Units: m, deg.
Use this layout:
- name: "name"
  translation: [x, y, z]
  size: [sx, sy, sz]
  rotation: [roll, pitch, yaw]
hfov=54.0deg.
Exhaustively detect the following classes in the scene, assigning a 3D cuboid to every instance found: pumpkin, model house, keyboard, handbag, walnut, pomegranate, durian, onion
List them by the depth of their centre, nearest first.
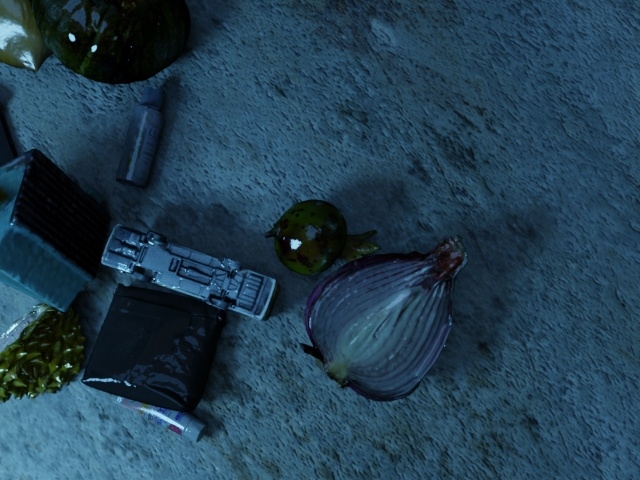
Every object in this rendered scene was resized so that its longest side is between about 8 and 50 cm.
- name: "onion"
  translation: [0.129, 0.123, 1.194]
  size: [0.348, 0.159, 0.267]
  rotation: [-41, 104, -5]
- name: "model house"
  translation: [-0.569, -0.047, 1.218]
  size: [0.229, 0.281, 0.249]
  rotation: [18, 67, 23]
- name: "pomegranate"
  translation: [0.008, 0.010, 1.231]
  size: [0.220, 0.156, 0.156]
  rotation: [29, 85, -2]
- name: "durian"
  translation: [-0.616, 0.247, 1.237]
  size: [0.305, 0.195, 0.186]
  rotation: [-32, 87, -2]
- name: "handbag"
  translation: [-0.332, 0.211, 1.256]
  size: [0.246, 0.080, 0.223]
  rotation: [13, 74, 6]
- name: "pumpkin"
  translation: [-0.428, -0.469, 1.278]
  size: [0.320, 0.192, 0.321]
  rotation: [13, 62, -26]
- name: "walnut"
  translation: [-0.659, -0.492, 1.341]
  size: [0.203, 0.203, 0.298]
  rotation: [-17, 84, 3]
- name: "keyboard"
  translation: [-0.716, -0.211, 1.393]
  size: [0.072, 0.023, 0.231]
  rotation: [-25, 80, 9]

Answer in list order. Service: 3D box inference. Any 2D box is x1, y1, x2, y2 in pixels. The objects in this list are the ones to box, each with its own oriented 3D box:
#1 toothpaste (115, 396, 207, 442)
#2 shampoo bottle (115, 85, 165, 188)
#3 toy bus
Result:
- name: "toothpaste"
  translation: [-0.320, 0.343, 1.270]
  size: [0.194, 0.043, 0.067]
  rotation: [24, 85, 14]
- name: "shampoo bottle"
  translation: [-0.378, -0.221, 1.339]
  size: [0.072, 0.072, 0.214]
  rotation: [12, 83, 7]
- name: "toy bus"
  translation: [-0.251, 0.064, 1.251]
  size: [0.342, 0.138, 0.097]
  rotation: [18, 83, 7]
